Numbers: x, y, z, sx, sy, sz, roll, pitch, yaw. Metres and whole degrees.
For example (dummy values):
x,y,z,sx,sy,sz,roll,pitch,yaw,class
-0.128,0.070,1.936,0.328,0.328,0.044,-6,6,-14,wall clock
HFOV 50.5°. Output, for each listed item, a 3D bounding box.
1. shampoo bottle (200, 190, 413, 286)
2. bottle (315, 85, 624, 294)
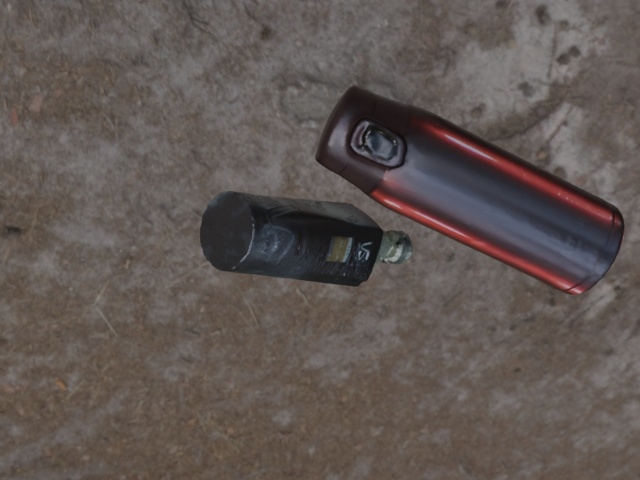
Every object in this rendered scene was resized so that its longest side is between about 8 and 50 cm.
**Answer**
x,y,z,sx,sy,sz,roll,pitch,yaw,class
0.001,-0.001,0.540,0.207,0.063,0.057,7,115,-49,shampoo bottle
0.076,-0.027,0.358,0.164,0.060,0.060,24,117,-11,bottle
